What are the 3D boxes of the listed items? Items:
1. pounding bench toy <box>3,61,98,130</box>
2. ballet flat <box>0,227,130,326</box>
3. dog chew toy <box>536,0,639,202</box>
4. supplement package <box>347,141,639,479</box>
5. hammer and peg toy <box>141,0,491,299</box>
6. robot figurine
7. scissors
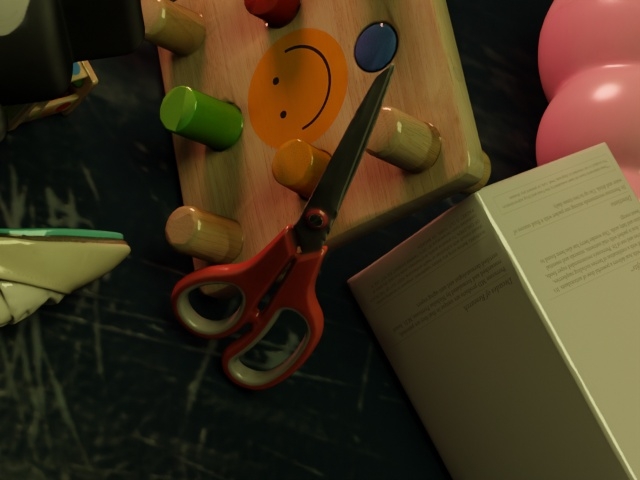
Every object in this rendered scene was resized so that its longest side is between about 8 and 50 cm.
[{"bbox_3d":[-0.198,-0.128,1.332,0.065,0.083,0.052,-21,79,-41],"label":"pounding bench toy"},{"bbox_3d":[-0.246,0.021,1.227,0.248,0.086,0.086,8,61,-32],"label":"ballet flat"},{"bbox_3d":[0.282,-0.096,1.605,0.206,0.206,0.332,27,60,-22],"label":"dog chew toy"},{"bbox_3d":[0.191,0.103,1.429,0.177,0.175,0.293,-20,78,-43],"label":"supplement package"},{"bbox_3d":[-0.016,-0.164,1.370,0.127,0.266,0.361,19,54,-51],"label":"hammer and peg toy"},{"bbox_3d":[-0.260,-0.168,1.206,0.278,0.174,0.209,-6,24,-3],"label":"robot figurine"},{"bbox_3d":[0.000,0.000,1.269,0.109,0.297,0.021,40,35,-6],"label":"scissors"}]
